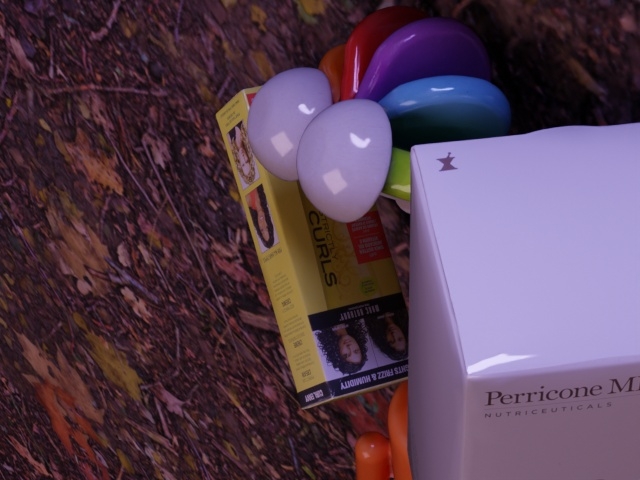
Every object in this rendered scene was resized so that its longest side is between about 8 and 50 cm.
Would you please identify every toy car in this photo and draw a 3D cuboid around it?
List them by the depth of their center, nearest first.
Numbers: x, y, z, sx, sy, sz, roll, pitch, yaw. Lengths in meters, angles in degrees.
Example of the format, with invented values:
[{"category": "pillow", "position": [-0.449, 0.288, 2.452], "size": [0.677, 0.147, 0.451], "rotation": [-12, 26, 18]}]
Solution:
[{"category": "toy car", "position": [0.055, -0.079, 0.918], "size": [0.182, 0.159, 0.136], "rotation": [40, 112, 58]}]

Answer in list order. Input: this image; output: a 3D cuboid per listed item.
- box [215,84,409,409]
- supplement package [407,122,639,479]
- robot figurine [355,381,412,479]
[{"category": "box", "position": [0.000, 0.000, 1.055], "size": [0.058, 0.087, 0.232], "rotation": [-32, 72, 61]}, {"category": "supplement package", "position": [0.149, 0.096, 0.851], "size": [0.293, 0.177, 0.175], "rotation": [86, 177, -46]}, {"category": "robot figurine", "position": [0.116, 0.173, 1.109], "size": [0.128, 0.158, 0.219], "rotation": [51, 158, 44]}]
